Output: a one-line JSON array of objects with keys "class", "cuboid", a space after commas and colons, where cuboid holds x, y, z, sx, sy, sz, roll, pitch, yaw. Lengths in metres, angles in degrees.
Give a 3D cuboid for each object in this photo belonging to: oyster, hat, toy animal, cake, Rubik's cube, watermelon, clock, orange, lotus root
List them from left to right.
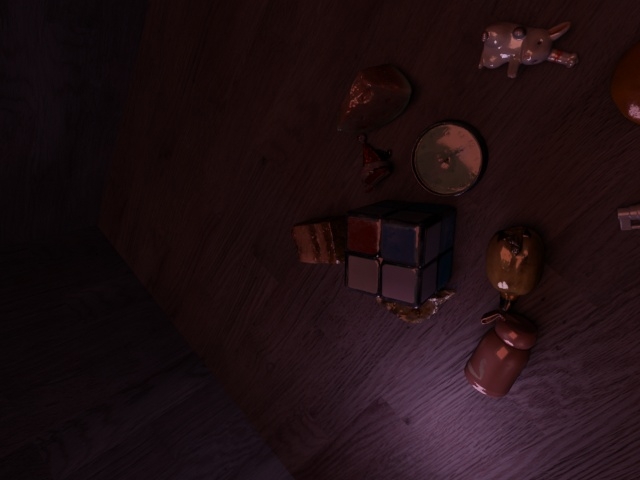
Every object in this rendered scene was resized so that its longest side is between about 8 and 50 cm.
[{"class": "cake", "cuboid": [0.000, 0.000, 1.905, 0.293, 0.196, 0.199, -4, 104, 36]}, {"class": "watermelon", "cuboid": [0.173, -0.538, 1.605, 0.318, 0.226, 0.148, -22, 63, 28]}, {"class": "hat", "cuboid": [0.195, -0.325, 1.733, 0.140, 0.128, 0.227, 124, 131, -59]}, {"class": "Rubik's cube", "cuboid": [0.297, 0.029, 1.616, 0.313, 0.318, 0.316, 12, 110, 35]}, {"class": "oyster", "cuboid": [0.366, 0.238, 1.786, 0.396, 0.111, 0.204, 12, 129, 33]}, {"class": "clock", "cuboid": [0.459, -0.294, 1.559, 0.280, 0.055, 0.281, 13, 112, 34]}, {"class": "lotus root", "cuboid": [0.656, 0.099, 1.466, 0.182, 0.182, 0.310, 10, 114, 34]}, {"class": "toy animal", "cuboid": [0.616, -0.579, 1.293, 0.282, 0.138, 0.141, 28, 151, 32]}, {"class": "orange", "cuboid": [0.893, -0.409, 1.115, 0.249, 0.183, 0.249, 11, 109, 34]}]

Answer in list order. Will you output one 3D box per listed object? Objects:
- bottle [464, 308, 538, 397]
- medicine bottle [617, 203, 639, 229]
[{"class": "bottle", "cuboid": [0.642, 0.399, 1.563, 0.206, 0.173, 0.297, 28, 120, 19]}, {"class": "medicine bottle", "cuboid": [0.986, -0.076, 1.235, 0.220, 0.061, 0.092, -6, 120, 39]}]
